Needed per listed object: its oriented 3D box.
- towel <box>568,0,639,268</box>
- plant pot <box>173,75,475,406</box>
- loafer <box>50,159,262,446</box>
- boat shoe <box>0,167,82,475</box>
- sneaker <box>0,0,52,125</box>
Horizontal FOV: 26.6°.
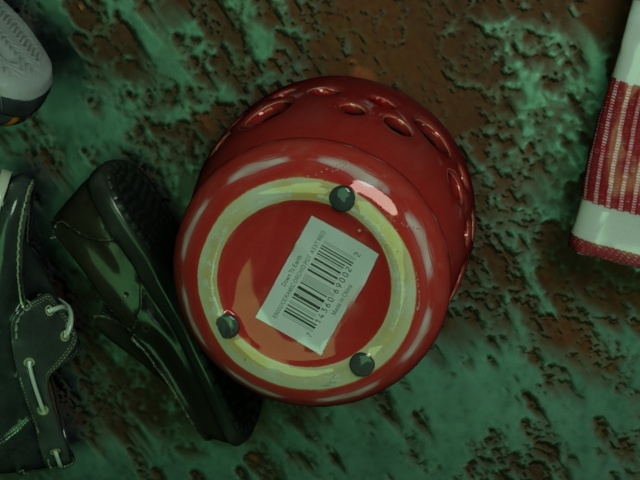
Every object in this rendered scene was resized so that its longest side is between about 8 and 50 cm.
[{"bbox_3d":[0.304,-0.116,0.813,0.237,0.037,0.329,15,109,6],"label":"towel"},{"bbox_3d":[0.000,0.000,0.870,0.191,0.174,0.191,3,106,10],"label":"plant pot"},{"bbox_3d":[-0.115,0.050,0.959,0.078,0.080,0.220,-25,97,25],"label":"loafer"},{"bbox_3d":[-0.210,0.060,0.974,0.079,0.084,0.233,2,108,-6],"label":"boat shoe"},{"bbox_3d":[-0.335,-0.112,0.920,0.321,0.124,0.180,27,114,14],"label":"sneaker"}]
